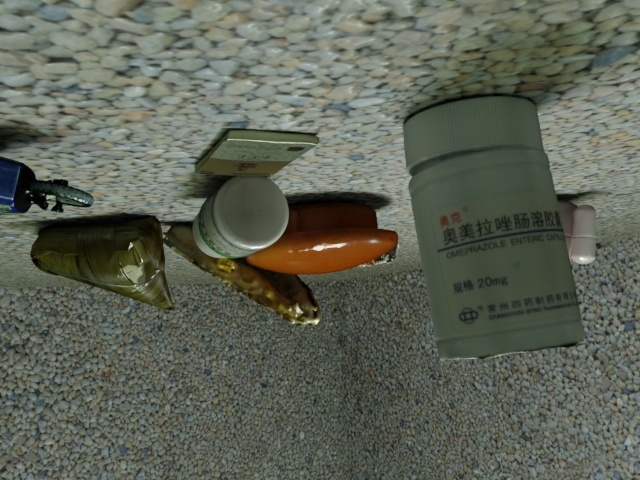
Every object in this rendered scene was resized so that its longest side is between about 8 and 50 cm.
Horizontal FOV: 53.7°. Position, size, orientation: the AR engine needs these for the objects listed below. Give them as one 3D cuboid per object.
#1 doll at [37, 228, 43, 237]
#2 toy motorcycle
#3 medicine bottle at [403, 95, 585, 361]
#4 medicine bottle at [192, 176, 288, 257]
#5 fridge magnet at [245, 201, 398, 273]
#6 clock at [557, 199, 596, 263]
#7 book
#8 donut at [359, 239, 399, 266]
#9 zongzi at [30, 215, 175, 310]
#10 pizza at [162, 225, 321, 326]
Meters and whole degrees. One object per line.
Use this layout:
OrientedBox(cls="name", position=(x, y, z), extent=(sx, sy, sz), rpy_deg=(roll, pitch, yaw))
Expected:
OrientedBox(cls="doll", position=(-0.664, -0.008, 1.526), extent=(0.037, 0.027, 0.125), rpy_deg=(-9, 175, -25))
OrientedBox(cls="toy motorcycle", position=(-0.455, -0.082, 0.791), extent=(0.315, 0.113, 0.169), rpy_deg=(15, 171, -42))
OrientedBox(cls="medicine bottle", position=(0.225, -0.015, 0.853), extent=(0.190, 0.332, 0.190), rpy_deg=(-8, 171, -1))
OrientedBox(cls="medicine bottle", position=(-0.161, -0.037, 1.186), extent=(0.139, 0.139, 0.237), rpy_deg=(-1, 174, -24))
OrientedBox(cls="fridge magnet", position=(0.000, 0.000, 1.482), extent=(0.364, 0.155, 0.363), rpy_deg=(-5, 173, -1))
OrientedBox(cls="clock", position=(0.507, -0.010, 1.659), extent=(0.326, 0.184, 0.342), rpy_deg=(0, 167, -1))
OrientedBox(cls="book", position=(-0.103, -0.129, 0.964), extent=(0.138, 0.016, 0.199), rpy_deg=(-1, 172, -24))
OrientedBox(cls="donut", position=(0.121, 0.034, 2.034), extent=(0.270, 0.103, 0.270), rpy_deg=(-5, 174, -1))
OrientedBox(cls="zongzi", position=(-0.496, 0.081, 1.497), extent=(0.286, 0.138, 0.300), rpy_deg=(-4, 137, 4))
OrientedBox(cls="pizza", position=(-0.182, 0.063, 1.677), extent=(0.435, 0.080, 0.392), rpy_deg=(32, -172, -1))
